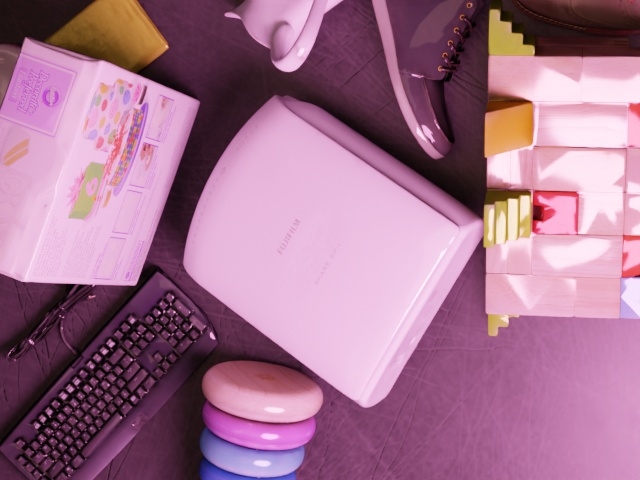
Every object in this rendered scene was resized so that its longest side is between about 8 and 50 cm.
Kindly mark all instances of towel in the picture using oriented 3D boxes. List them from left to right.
[{"bbox_3d":[-0.300,-0.203,1.908,0.237,0.021,0.102,-36,91,14],"label":"towel"}]

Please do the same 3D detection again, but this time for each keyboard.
[{"bbox_3d":[-0.287,0.156,1.931,0.201,0.033,0.317,44,103,8],"label":"keyboard"}]

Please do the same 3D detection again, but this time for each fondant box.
[{"bbox_3d":[-0.259,-0.076,1.733,0.096,0.330,0.238,20,92,12],"label":"fondant box"}]

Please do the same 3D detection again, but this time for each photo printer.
[{"bbox_3d":[0.000,0.000,1.777,0.307,0.107,0.256,36,107,20],"label":"photo printer"}]

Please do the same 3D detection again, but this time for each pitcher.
[{"bbox_3d":[-0.007,-0.295,1.743,0.125,0.177,0.207,26,107,-31],"label":"pitcher"}]

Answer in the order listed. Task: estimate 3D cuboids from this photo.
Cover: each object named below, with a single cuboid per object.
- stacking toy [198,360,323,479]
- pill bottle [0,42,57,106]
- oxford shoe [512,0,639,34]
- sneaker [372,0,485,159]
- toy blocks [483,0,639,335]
[{"bbox_3d":[-0.090,0.315,1.846,0.141,0.141,0.330,12,103,14],"label":"stacking toy"},{"bbox_3d":[-0.335,-0.175,1.815,0.108,0.180,0.107,2,98,11],"label":"pill bottle"},{"bbox_3d":[0.367,-0.281,1.659,0.348,0.130,0.123,0,95,15],"label":"oxford shoe"},{"bbox_3d":[0.137,-0.208,1.753,0.118,0.083,0.222,-16,90,16],"label":"sneaker"},{"bbox_3d":[0.310,-0.066,1.676,0.261,0.190,0.381,2,110,9],"label":"toy blocks"}]
